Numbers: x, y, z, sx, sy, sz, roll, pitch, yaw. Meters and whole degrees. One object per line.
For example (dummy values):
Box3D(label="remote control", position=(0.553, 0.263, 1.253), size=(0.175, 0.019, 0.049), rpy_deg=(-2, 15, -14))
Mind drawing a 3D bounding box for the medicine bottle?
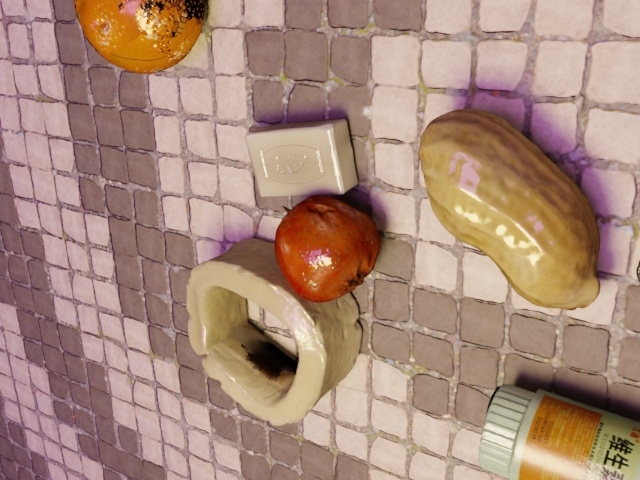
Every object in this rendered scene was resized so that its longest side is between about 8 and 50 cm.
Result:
Box3D(label="medicine bottle", position=(0.407, 0.330, 1.054), size=(0.318, 0.158, 0.158), rpy_deg=(15, 117, 29))

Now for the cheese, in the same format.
Box3D(label="cheese", position=(-0.102, 0.165, 1.326), size=(0.332, 0.153, 0.292), rpy_deg=(35, 124, 19))

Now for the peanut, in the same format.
Box3D(label="peanut", position=(0.272, -0.043, 0.994), size=(0.340, 0.158, 0.174), rpy_deg=(43, 105, 8))

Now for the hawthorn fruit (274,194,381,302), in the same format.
Box3D(label="hawthorn fruit", position=(0.000, 0.000, 1.185), size=(0.200, 0.179, 0.179), rpy_deg=(51, 129, 22))

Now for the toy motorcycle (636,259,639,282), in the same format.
Box3D(label="toy motorcycle", position=(0.531, 0.018, 0.899), size=(0.152, 0.073, 0.225), rpy_deg=(42, 126, 9))

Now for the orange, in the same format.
Box3D(label="orange", position=(-0.318, -0.405, 1.230), size=(0.234, 0.182, 0.234), rpy_deg=(15, 128, 20))

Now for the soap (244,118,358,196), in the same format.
Box3D(label="soap", position=(-0.033, -0.141, 1.213), size=(0.183, 0.064, 0.121), rpy_deg=(0, 111, 34))
